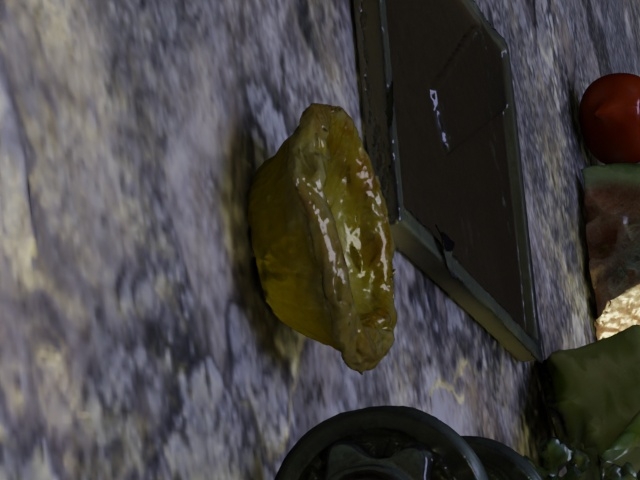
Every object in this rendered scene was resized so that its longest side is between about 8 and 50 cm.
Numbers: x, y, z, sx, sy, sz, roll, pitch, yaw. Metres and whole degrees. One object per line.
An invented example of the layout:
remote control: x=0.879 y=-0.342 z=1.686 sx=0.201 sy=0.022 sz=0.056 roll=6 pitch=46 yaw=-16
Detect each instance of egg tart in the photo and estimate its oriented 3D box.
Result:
egg tart: x=0.000 y=0.000 z=0.737 sx=0.105 sy=0.039 sz=0.105 roll=-10 pitch=90 yaw=-73

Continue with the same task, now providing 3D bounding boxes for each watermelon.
watermelon: x=0.279 y=0.050 z=1.431 sx=0.128 sy=0.146 sz=0.231 roll=-67 pitch=142 yaw=-62

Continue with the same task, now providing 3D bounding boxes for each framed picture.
framed picture: x=0.069 y=-0.064 z=1.036 sx=0.281 sy=0.019 sz=0.209 roll=42 pitch=40 yaw=-64

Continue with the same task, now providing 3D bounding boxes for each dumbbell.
dumbbell: x=0.037 y=0.105 z=0.726 sx=0.254 sy=0.081 sz=0.082 roll=33 pitch=49 yaw=-69

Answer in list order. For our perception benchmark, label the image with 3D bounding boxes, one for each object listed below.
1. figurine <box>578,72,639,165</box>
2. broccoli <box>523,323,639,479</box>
figurine: x=0.233 y=-0.073 z=1.505 sx=0.140 sy=0.068 sz=0.075 roll=47 pitch=39 yaw=-50
broccoli: x=0.190 y=0.178 z=1.039 sx=0.252 sy=0.221 sz=0.361 roll=47 pitch=16 yaw=1
